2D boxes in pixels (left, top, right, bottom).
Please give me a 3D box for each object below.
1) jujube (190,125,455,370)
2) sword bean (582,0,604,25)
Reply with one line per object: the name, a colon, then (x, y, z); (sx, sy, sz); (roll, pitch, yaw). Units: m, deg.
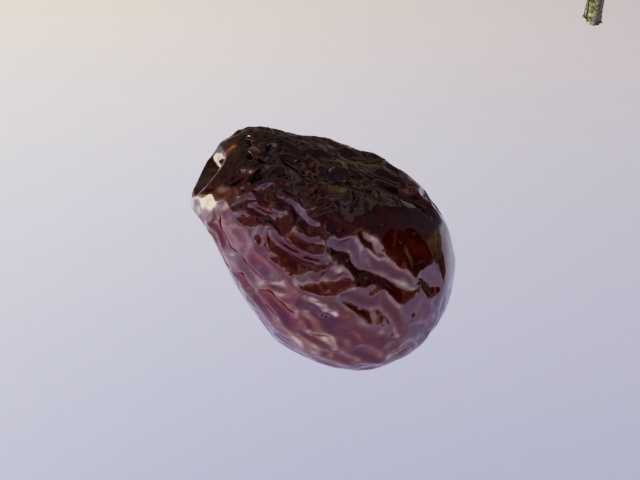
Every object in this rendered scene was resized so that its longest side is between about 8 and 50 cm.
jujube: (0.000, 0.000, 1.215); (0.236, 0.168, 0.168); (37, 168, -34)
sword bean: (0.137, -0.143, 0.738); (0.012, 0.083, 0.012); (9, -169, -2)
